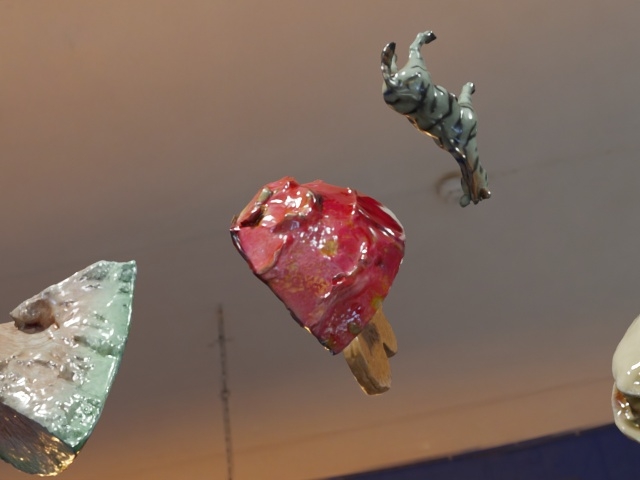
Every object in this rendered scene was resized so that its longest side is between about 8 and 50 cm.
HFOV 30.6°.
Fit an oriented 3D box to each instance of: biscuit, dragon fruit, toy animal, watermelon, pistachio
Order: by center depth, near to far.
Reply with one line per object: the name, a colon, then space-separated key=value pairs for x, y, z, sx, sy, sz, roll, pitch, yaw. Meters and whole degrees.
watermelon: x=-0.129 y=0.051 z=0.504 sx=0.080 sy=0.101 sz=0.155 roll=31 pitch=-33 yaw=-7
pistachio: x=0.353 y=0.111 z=1.086 sx=0.223 sy=0.152 sz=0.126 roll=-26 pitch=-54 yaw=-33
dragon fruit: x=0.000 y=0.000 z=1.339 sx=0.189 sy=0.261 sz=0.163 roll=-19 pitch=-66 yaw=-2
toy animal: x=0.177 y=-0.180 z=1.644 sx=0.255 sy=0.170 sz=0.090 roll=48 pitch=-57 yaw=-6
biscuit: x=0.047 y=0.087 z=1.672 sx=0.049 sy=0.324 sz=0.205 roll=-25 pitch=-45 yaw=15
